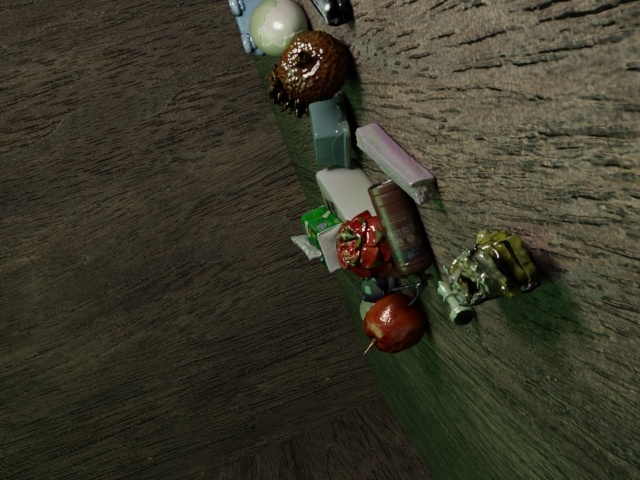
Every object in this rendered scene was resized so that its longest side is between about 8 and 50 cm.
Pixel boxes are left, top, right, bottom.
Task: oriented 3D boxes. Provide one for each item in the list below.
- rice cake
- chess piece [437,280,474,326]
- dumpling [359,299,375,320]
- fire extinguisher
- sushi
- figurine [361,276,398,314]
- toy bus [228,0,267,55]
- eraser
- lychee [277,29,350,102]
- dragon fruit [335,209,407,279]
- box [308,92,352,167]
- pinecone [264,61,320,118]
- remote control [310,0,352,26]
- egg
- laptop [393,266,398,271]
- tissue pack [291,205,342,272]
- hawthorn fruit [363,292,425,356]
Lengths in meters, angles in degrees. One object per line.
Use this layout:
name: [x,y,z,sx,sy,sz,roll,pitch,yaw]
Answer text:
rice cake: [0.176,-0.200,1.317,0.365,0.073,0.056,-120,13,-51]
chess piece: [0.330,0.149,1.354,0.149,0.059,0.059,-112,3,-57]
dumpling: [0.240,0.298,2.250,0.250,0.132,0.162,131,126,-66]
fire extinguisher: [0.214,0.010,1.439,0.102,0.138,0.343,-56,-53,-74]
sushi: [0.294,0.049,0.976,0.291,0.131,0.139,57,-172,-81]
figurine: [0.213,0.179,1.959,0.145,0.145,0.222,160,94,-83]
toy bus: [-0.205,-0.809,1.883,0.231,0.197,0.294,-104,-3,-47]
eraser: [0.105,-0.120,1.826,0.331,0.150,0.331,159,90,-84]
lychee: [-0.020,-0.465,1.443,0.200,0.200,0.238,67,-164,7]
dragon fruit: [0.161,0.020,1.568,0.193,0.274,0.192,-25,52,52]
box: [0.038,-0.340,1.706,0.227,0.130,0.162,81,180,-68]
pinecone: [-0.080,-0.508,1.790,0.221,0.222,0.221,157,90,-83]
remote control: [-0.023,-0.622,1.316,0.266,0.066,0.090,53,167,17]
egg: [-0.125,-0.672,1.705,0.217,0.183,0.183,38,154,45]
laptop: [0.244,0.052,1.776,0.129,0.016,0.180,55,172,7]
tissue pack: [0.000,0.001,1.798,0.148,0.156,0.209,67,171,-25]
hawthorn fruit: [0.224,0.298,1.807,0.207,0.243,0.207,47,167,14]
